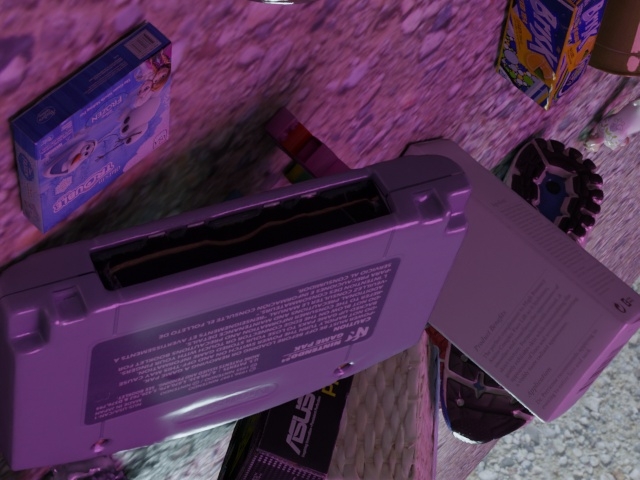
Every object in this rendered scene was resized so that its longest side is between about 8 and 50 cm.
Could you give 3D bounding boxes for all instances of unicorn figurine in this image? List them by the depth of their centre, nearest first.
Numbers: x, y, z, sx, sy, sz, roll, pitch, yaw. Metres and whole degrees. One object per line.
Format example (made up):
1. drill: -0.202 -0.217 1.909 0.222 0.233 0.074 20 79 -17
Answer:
1. unicorn figurine: 0.359 -0.150 1.702 0.162 0.060 0.111 -53 164 14

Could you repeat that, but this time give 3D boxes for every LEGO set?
1. LEGO set: 0.000 0.000 1.065 0.087 0.093 0.227 -47 164 -2

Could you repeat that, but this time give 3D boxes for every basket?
1. basket: 0.049 0.164 1.429 0.103 0.113 0.167 65 27 -65

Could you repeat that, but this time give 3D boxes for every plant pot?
1. plant pot: 0.269 -0.199 1.344 0.083 0.083 0.079 -30 144 -47

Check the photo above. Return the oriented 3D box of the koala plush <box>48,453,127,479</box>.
1. koala plush: -0.136 0.246 1.034 0.203 0.196 0.221 -41 174 -45

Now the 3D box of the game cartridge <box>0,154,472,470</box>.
1. game cartridge: -0.058 0.050 0.942 0.294 0.060 0.196 -15 145 -23

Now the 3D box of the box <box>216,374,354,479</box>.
1. box: -0.039 0.175 1.271 0.270 0.060 0.216 115 -5 -45

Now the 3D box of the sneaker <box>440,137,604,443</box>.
1. sneaker: 0.193 0.063 1.522 0.147 0.130 0.330 119 -6 -59

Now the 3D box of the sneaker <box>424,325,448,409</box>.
1. sneaker: 0.174 0.118 1.800 0.225 0.088 0.093 -49 165 3

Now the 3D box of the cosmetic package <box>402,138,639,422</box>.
1. cosmetic package: 0.145 0.030 1.259 0.117 0.231 0.085 -55 162 24

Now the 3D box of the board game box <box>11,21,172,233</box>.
1. board game box: -0.114 -0.056 0.773 0.090 0.020 0.090 -41 164 -24

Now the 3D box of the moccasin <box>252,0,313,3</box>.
1. moccasin: 0.067 -0.252 0.572 0.380 0.139 0.147 -47 163 -5

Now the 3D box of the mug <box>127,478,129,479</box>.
1. mug: -0.164 0.266 1.254 0.158 0.097 0.129 -44 163 -14

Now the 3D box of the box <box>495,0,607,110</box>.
1. box: 0.185 -0.173 1.200 0.054 0.059 0.169 -46 164 -16
